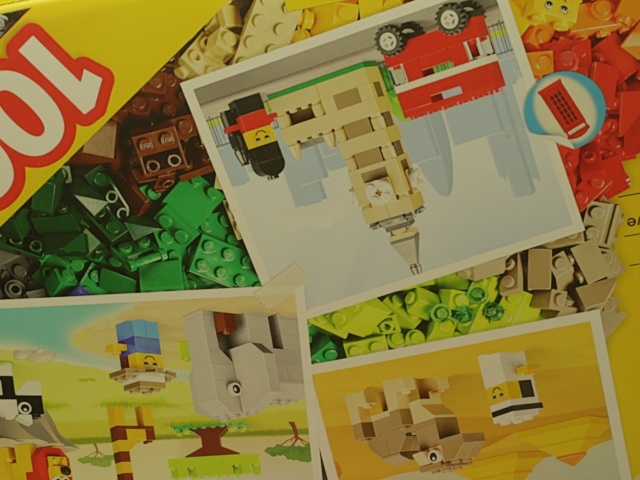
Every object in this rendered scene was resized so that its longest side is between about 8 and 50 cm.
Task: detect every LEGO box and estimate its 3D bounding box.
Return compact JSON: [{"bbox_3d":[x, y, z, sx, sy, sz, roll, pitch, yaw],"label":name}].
[{"bbox_3d":[0.000,0.000,0.928,0.500,0.373,0.193,-11,20,8],"label":"LEGO box"}]
